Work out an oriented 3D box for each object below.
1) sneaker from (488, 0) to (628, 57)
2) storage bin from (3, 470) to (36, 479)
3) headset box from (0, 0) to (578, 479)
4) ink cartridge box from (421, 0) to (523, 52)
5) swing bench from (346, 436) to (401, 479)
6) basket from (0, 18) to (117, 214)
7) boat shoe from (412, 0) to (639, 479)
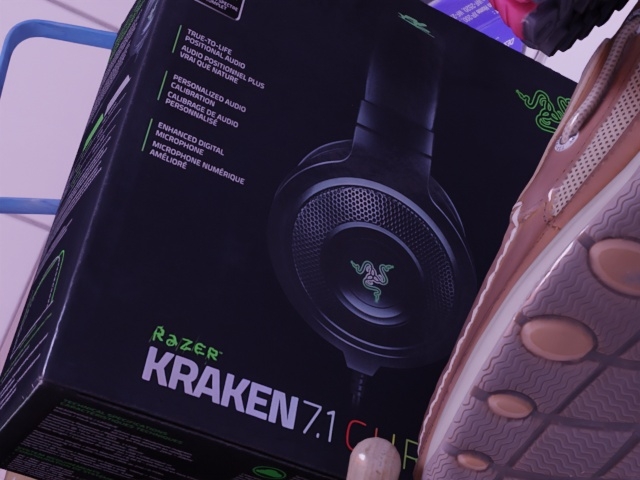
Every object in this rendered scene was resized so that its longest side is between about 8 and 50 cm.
[{"bbox_3d":[0.123,-0.173,0.451,0.299,0.112,0.121,-29,-25,-52],"label":"sneaker"},{"bbox_3d":[-0.239,0.255,1.065,0.260,0.123,0.262,-52,25,38],"label":"storage bin"},{"bbox_3d":[0.000,0.000,0.540,0.131,0.246,0.283,-41,31,53],"label":"headset box"},{"bbox_3d":[0.098,-0.198,0.799,0.206,0.045,0.208,-18,53,64],"label":"ink cartridge box"},{"bbox_3d":[-0.020,0.256,0.386,0.253,0.165,0.254,-94,-9,-49],"label":"swing bench"},{"bbox_3d":[-0.201,-0.123,1.106,0.201,0.289,0.255,92,-179,-54],"label":"basket"},{"bbox_3d":[0.143,-0.023,0.404,0.324,0.123,0.116,-54,18,9],"label":"boat shoe"}]
